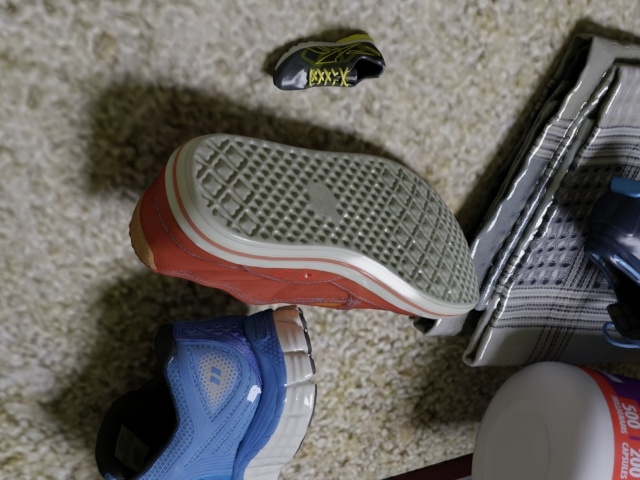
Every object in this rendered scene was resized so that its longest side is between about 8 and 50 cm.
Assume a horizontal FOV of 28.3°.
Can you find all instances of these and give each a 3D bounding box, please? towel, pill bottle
[{"bbox_3d":[0.268,-0.015,1.131,0.324,0.056,0.312,8,121,-37],"label":"towel"},{"bbox_3d":[0.314,0.224,1.170,0.323,0.181,0.181,13,118,-24],"label":"pill bottle"}]

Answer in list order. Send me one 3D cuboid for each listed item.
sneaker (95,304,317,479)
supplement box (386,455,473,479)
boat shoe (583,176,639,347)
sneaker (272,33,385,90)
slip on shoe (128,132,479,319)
[{"bbox_3d":[-0.110,0.178,1.013,0.147,0.129,0.330,6,126,-15],"label":"sneaker"},{"bbox_3d":[0.158,0.329,1.249,0.194,0.191,0.129,-11,131,-26],"label":"supplement box"},{"bbox_3d":[0.282,0.053,1.102,0.089,0.109,0.258,-52,125,-17],"label":"boat shoe"},{"bbox_3d":[0.007,-0.121,0.881,0.083,0.035,0.031,-21,134,-18],"label":"sneaker"},{"bbox_3d":[0.000,0.000,0.940,0.331,0.123,0.101,11,150,-44],"label":"slip on shoe"}]
